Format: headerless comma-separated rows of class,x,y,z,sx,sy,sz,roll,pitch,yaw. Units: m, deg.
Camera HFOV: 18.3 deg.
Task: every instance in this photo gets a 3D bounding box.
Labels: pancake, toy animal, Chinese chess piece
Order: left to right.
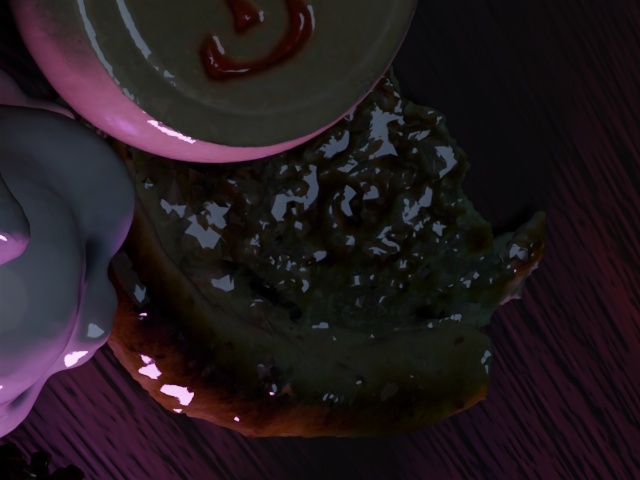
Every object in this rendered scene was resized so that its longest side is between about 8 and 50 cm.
toy animal,-0.228,-0.002,1.048,0.241,0.367,0.196,20,99,-29
Chinese chess piece,-0.063,-0.180,1.195,0.273,0.102,0.273,-5,100,-31
pancake,-0.004,0.003,1.366,0.305,0.067,0.427,-44,124,-7

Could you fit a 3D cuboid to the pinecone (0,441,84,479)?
pinecone,-0.202,0.195,1.304,0.121,0.140,0.140,-32,128,-47
